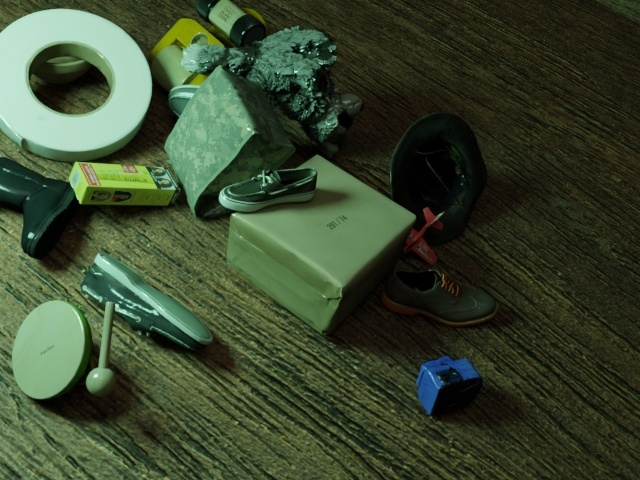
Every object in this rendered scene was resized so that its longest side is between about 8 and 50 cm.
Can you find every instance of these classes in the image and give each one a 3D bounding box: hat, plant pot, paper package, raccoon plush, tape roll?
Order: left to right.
[{"bbox_3d":[-0.694,-0.489,2.071,0.237,0.109,0.237,9,45,-9],"label":"plant pot"},{"bbox_3d":[-0.608,-0.377,1.915,0.392,0.072,0.392,6,71,-18],"label":"tape roll"},{"bbox_3d":[-0.112,-0.384,2.056,0.447,0.299,0.216,12,50,14],"label":"raccoon plush"},{"bbox_3d":[0.000,0.000,1.756,0.309,0.168,0.325,34,46,16],"label":"paper package"},{"bbox_3d":[0.262,-0.157,1.992,0.331,0.331,0.134,-21,15,-31],"label":"hat"}]

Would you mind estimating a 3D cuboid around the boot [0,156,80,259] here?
[{"bbox_3d":[-0.652,-0.074,1.698,0.207,0.094,0.246,18,39,-3],"label":"boot"}]

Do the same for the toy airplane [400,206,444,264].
[{"bbox_3d":[0.240,-0.019,1.898,0.151,0.151,0.028,0,5,-16],"label":"toy airplane"}]

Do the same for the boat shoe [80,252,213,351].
[{"bbox_3d":[-0.352,0.143,1.589,0.302,0.091,0.114,35,4,19],"label":"boat shoe"}]

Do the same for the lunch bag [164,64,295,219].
[{"bbox_3d":[-0.233,-0.216,1.856,0.169,0.287,0.235,16,38,-50],"label":"lunch bag"}]

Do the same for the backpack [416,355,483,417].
[{"bbox_3d":[0.266,0.288,1.619,0.120,0.098,0.101,-9,47,-22],"label":"backpack"}]

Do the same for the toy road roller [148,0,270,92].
[{"bbox_3d":[-0.280,-0.500,2.174,0.329,0.240,0.202,-46,66,-2],"label":"toy road roller"}]

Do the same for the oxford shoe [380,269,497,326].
[{"bbox_3d":[0.277,0.124,1.774,0.271,0.098,0.097,7,46,-9],"label":"oxford shoe"}]

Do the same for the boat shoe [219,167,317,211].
[{"bbox_3d":[-0.109,-0.118,1.671,0.219,0.070,0.077,-12,47,-26],"label":"boat shoe"}]

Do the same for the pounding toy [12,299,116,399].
[{"bbox_3d":[-0.451,0.209,1.473,0.237,0.110,0.182,-5,73,28],"label":"pounding toy"}]

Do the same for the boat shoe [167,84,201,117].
[{"bbox_3d":[-0.257,-0.295,2.010,0.319,0.116,0.099,26,44,2],"label":"boat shoe"}]

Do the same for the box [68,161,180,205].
[{"bbox_3d":[-0.442,-0.127,1.790,0.232,0.058,0.087,0,45,-40],"label":"box"}]
